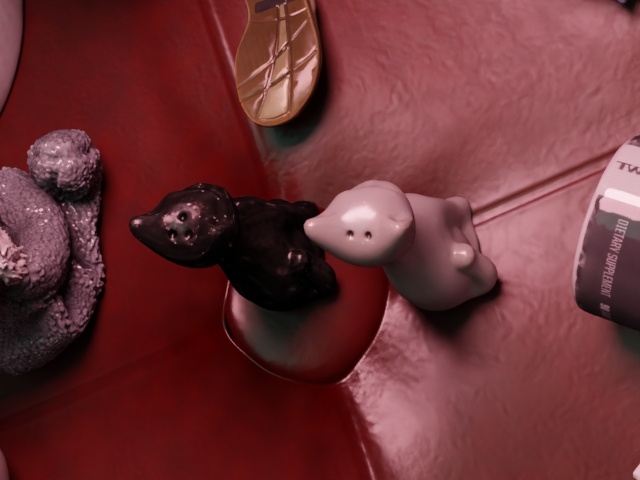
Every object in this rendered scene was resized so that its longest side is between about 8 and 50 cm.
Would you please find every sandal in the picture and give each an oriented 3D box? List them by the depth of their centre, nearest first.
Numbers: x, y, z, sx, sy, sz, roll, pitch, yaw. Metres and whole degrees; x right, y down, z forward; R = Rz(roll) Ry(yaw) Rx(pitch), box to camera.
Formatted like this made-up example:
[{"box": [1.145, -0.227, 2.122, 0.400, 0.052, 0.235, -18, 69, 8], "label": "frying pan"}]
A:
[{"box": [-0.031, -0.171, 1.093, 0.072, 0.049, 0.180, -13, 64, 16], "label": "sandal"}]

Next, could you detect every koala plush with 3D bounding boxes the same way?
[{"box": [-0.284, 0.014, 1.065, 0.196, 0.221, 0.203, -9, 89, 10], "label": "koala plush"}]

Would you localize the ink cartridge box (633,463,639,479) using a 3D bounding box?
[{"box": [0.272, 0.144, 0.863, 0.090, 0.143, 0.092, 39, 100, 23], "label": "ink cartridge box"}]

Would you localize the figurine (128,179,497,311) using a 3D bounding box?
[{"box": [0.000, 0.000, 0.964, 0.215, 0.209, 0.092, -1, 83, 23], "label": "figurine"}]

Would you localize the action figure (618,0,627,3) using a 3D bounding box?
[{"box": [0.143, -0.341, 1.008, 0.341, 0.178, 0.330, 44, 110, -6], "label": "action figure"}]

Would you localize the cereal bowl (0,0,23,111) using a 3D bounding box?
[{"box": [-0.450, -0.197, 1.226, 0.339, 0.141, 0.338, -4, 81, 23], "label": "cereal bowl"}]

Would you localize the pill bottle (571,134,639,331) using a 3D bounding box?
[{"box": [0.301, 0.024, 0.874, 0.246, 0.130, 0.130, 20, 91, 25], "label": "pill bottle"}]

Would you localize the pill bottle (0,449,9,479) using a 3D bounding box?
[{"box": [-0.439, 0.184, 1.150, 0.323, 0.181, 0.181, 24, 93, 25], "label": "pill bottle"}]
